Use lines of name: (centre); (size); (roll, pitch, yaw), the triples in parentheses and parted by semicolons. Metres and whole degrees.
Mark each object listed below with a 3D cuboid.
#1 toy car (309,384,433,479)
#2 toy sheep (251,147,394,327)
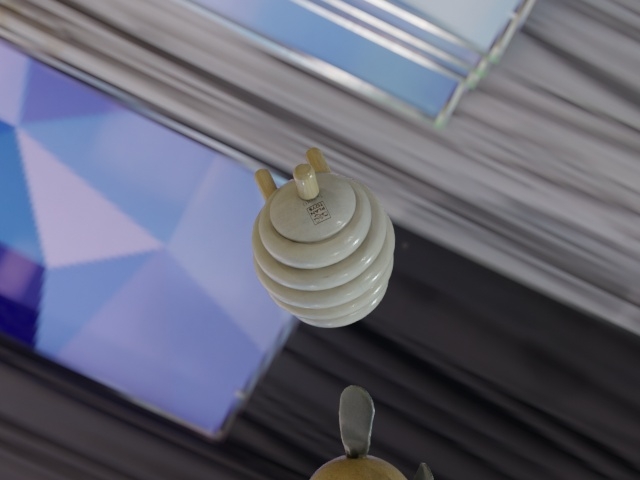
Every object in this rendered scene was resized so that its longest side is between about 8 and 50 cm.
toy car: (0.011, 0.200, 1.056); (0.149, 0.155, 0.188); (-5, 133, -44)
toy sheep: (0.000, 0.000, 0.870); (0.132, 0.091, 0.091); (66, 39, -51)
